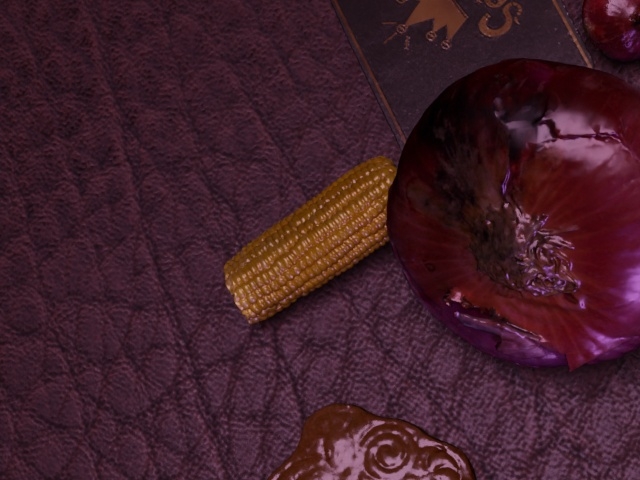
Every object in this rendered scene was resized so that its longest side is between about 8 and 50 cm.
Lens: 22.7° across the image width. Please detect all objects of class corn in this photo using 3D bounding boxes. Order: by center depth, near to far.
[{"bbox_3d":[0.000,0.000,1.807,0.244,0.093,0.093,-36,73,2],"label":"corn"}]

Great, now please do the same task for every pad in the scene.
[{"bbox_3d":[0.169,-0.307,1.860,0.315,0.063,0.375,-27,74,4],"label":"pad"}]

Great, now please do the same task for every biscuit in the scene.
[{"bbox_3d":[0.060,0.322,1.743,0.273,0.049,0.257,30,84,15],"label":"biscuit"}]

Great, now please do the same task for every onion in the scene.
[{"bbox_3d":[0.250,-0.040,1.697,0.348,0.285,0.347,14,118,27],"label":"onion"},{"bbox_3d":[0.347,-0.256,1.793,0.107,0.097,0.107,-1,93,-13],"label":"onion"}]
